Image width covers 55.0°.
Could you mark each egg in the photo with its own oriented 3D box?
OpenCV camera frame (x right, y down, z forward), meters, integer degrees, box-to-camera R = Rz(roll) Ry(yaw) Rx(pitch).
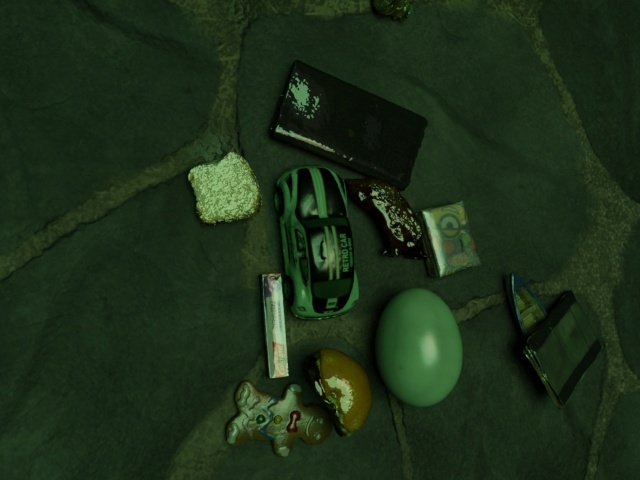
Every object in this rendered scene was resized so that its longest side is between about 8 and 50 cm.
[{"bbox_3d":[0.190,0.206,1.195,0.168,0.168,0.230,0,81,-20],"label":"egg"}]

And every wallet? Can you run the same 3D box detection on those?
[{"bbox_3d":[0.063,-0.231,1.263,0.321,0.044,0.170,20,79,-20],"label":"wallet"}]

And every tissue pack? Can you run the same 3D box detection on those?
[{"bbox_3d":[0.266,-0.003,1.302,0.109,0.060,0.148,-14,89,-20],"label":"tissue pack"}]

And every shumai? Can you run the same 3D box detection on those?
[{"bbox_3d":[0.162,-0.517,1.327,0.080,0.082,0.083,14,93,-56],"label":"shumai"}]

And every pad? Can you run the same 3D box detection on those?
[{"bbox_3d":[0.544,0.238,1.361,0.233,0.022,0.174,-35,98,-36],"label":"pad"}]

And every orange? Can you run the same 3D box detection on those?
[{"bbox_3d":[0.038,0.274,1.145,0.112,0.160,0.170,-36,141,0],"label":"orange"}]

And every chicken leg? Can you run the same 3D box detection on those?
[{"bbox_3d":[0.140,-0.049,1.262,0.105,0.063,0.233,-33,94,-25],"label":"chicken leg"}]

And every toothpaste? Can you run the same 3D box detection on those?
[{"bbox_3d":[-0.087,0.160,1.169,0.047,0.040,0.196,-3,86,-18],"label":"toothpaste"}]

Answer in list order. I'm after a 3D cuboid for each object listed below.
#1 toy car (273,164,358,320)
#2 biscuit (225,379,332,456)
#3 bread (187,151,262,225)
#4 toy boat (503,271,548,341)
[{"bbox_3d":[0.000,0.000,1.172,0.136,0.125,0.305,-4,87,-20],"label":"toy car"},{"bbox_3d":[-0.070,0.337,1.162,0.205,0.031,0.138,18,78,-19],"label":"biscuit"},{"bbox_3d":[-0.182,-0.095,1.160,0.126,0.044,0.129,-18,94,-13],"label":"bread"},{"bbox_3d":[0.463,0.173,1.364,0.080,0.046,0.228,-30,94,-19],"label":"toy boat"}]
